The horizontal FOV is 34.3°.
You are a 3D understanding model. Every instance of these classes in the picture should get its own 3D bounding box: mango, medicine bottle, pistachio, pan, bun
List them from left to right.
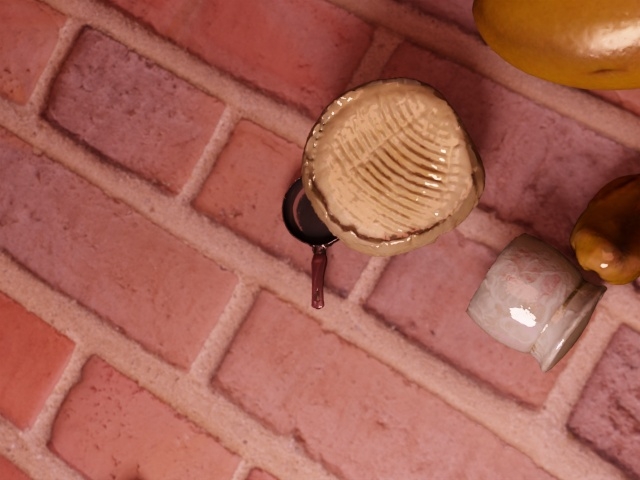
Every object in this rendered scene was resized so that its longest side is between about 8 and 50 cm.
[{"bbox_3d":[0.001,0.001,1.547,0.115,0.040,0.212,-6,73,16],"label":"pan"},{"bbox_3d":[0.099,-0.099,1.473,0.259,0.152,0.259,-2,82,11],"label":"bun"},{"bbox_3d":[0.290,0.083,1.390,0.143,0.147,0.147,37,94,15],"label":"medicine bottle"},{"bbox_3d":[0.402,-0.007,1.389,0.110,0.189,0.100,44,141,-12],"label":"pistachio"},{"bbox_3d":[0.417,-0.352,1.378,0.445,0.220,0.301,-8,82,20],"label":"mango"}]
